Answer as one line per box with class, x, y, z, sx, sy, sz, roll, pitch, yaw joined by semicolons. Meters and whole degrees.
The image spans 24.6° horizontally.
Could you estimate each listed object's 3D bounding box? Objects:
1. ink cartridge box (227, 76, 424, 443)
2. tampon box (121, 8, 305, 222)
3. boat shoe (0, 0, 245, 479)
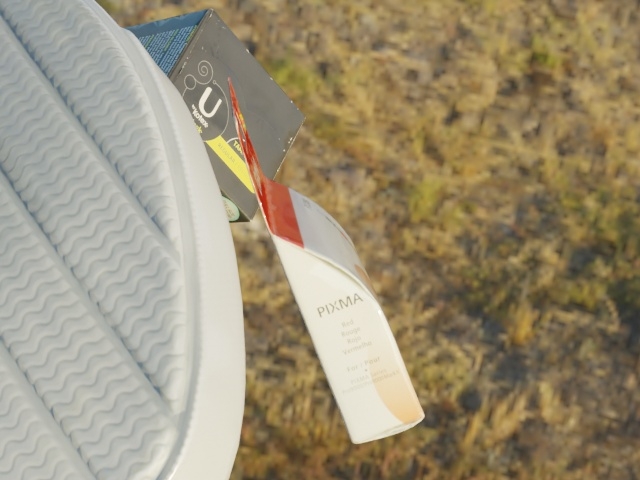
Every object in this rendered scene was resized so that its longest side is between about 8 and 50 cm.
ink cartridge box;0.000;0.000;0.780;0.045;0.179;0.145;-18;15;0
tampon box;-0.119;-0.084;1.075;0.161;0.120;0.101;-3;51;44
boat shoe;-0.092;-0.028;0.413;0.109;0.094;0.302;-32;54;2
